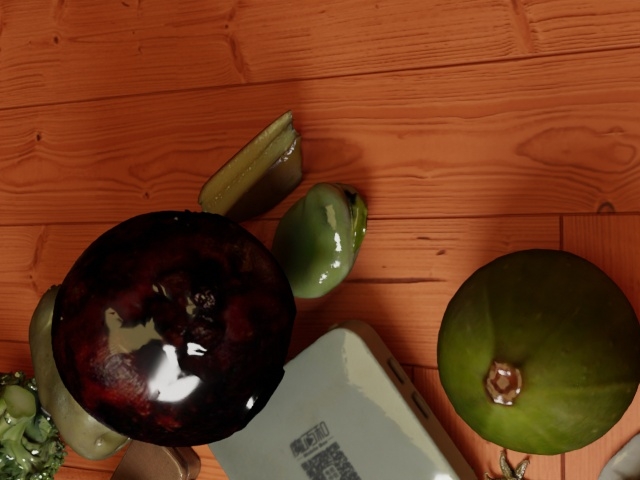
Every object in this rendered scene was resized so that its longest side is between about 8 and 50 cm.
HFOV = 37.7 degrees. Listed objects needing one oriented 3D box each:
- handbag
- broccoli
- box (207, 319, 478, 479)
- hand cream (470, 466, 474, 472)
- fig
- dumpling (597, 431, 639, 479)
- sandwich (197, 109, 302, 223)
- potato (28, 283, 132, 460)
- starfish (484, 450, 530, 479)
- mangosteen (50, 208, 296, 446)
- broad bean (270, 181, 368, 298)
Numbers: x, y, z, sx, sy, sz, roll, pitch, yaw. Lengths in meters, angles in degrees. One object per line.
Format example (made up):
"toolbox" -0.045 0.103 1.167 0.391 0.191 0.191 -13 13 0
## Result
"handbag" -0.319 0.462 1.787 0.151 0.072 0.193 39 106 22
"broccoli" -0.639 0.365 1.864 0.260 0.288 0.235 -57 29 16
"box" 0.029 0.366 1.560 0.367 0.090 0.373 -38 79 22
"hand cream" 0.240 0.429 1.516 0.036 0.023 0.122 -2 91 48
"fig" 0.300 0.163 1.319 0.316 0.316 0.316 0 91 28
"dumpling" 0.507 0.371 1.302 0.293 0.163 0.205 2 96 40
"sandwich" -0.109 -0.118 1.659 0.258 0.096 0.094 -39 67 24
"potato" -0.411 0.233 1.737 0.221 0.243 0.326 -33 60 24
"starfish" 0.302 0.376 1.481 0.078 0.028 0.091 -26 76 20
"mangosteen" -0.213 0.146 1.495 0.381 0.421 0.381 -5 69 13
"broad bean" 0.000 0.000 1.606 0.228 0.100 0.169 -41 64 35
